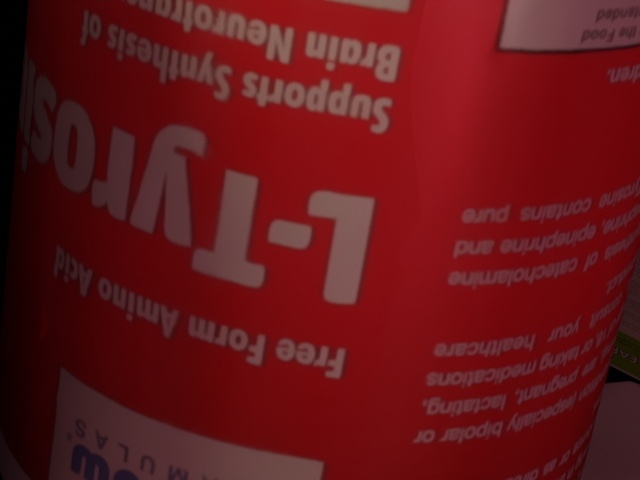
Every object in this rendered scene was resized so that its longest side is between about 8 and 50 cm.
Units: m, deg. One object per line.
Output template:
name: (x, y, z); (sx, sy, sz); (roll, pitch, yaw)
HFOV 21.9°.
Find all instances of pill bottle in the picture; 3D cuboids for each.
pill bottle: (0.000, 0.000, 0.610); (0.229, 0.229, 0.407); (-6, 118, -31)

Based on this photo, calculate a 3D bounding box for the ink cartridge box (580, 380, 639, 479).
ink cartridge box: (0.093, 0.224, 0.876); (0.198, 0.115, 0.272); (-2, 116, -33)

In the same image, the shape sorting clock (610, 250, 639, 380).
shape sorting clock: (0.144, 0.014, 0.739); (0.040, 0.206, 0.206); (-56, 135, -25)
